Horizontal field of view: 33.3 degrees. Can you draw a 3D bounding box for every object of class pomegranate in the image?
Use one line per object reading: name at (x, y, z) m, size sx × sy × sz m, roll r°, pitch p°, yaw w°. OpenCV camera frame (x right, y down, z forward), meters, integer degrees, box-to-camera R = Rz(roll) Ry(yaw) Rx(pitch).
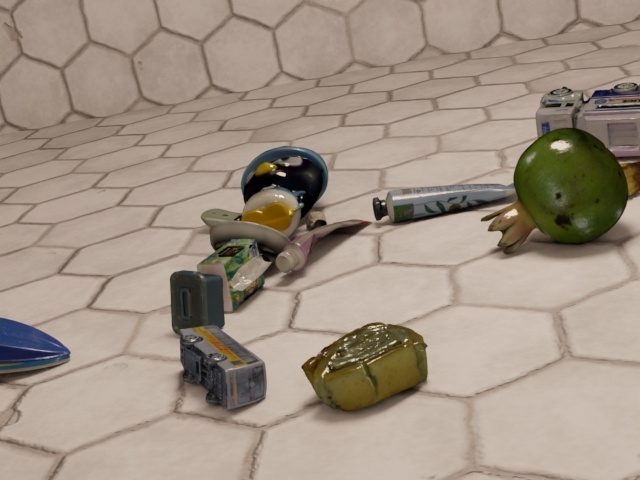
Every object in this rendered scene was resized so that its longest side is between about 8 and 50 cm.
pomegranate at (0.359, -0.067, 1.653) m, size 0.225 × 0.187 × 0.187 m, roll -33°, pitch 15°, yaw 10°

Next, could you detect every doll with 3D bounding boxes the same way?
doll at (-0.076, -0.097, 2.038) m, size 0.177 × 0.141 × 0.314 m, roll -19°, pitch 19°, yaw 14°

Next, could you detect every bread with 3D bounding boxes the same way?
bread at (0.056, 0.152, 1.307) m, size 0.156 × 0.064 × 0.117 m, roll -24°, pitch 20°, yaw -37°

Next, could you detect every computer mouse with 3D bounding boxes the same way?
computer mouse at (-0.182, -0.035, 2.089) m, size 0.110 × 0.032 × 0.056 m, roll 11°, pitch 27°, yaw 28°

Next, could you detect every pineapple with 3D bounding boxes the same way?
pineapple at (0.504, -0.110, 1.829) m, size 0.116 × 0.069 × 0.137 m, roll -8°, pitch 16°, yaw 13°

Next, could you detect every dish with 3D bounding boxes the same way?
dish at (-0.124, 0.029, 1.790) m, size 0.141 × 0.078 × 0.141 m, roll 8°, pitch -22°, yaw 3°

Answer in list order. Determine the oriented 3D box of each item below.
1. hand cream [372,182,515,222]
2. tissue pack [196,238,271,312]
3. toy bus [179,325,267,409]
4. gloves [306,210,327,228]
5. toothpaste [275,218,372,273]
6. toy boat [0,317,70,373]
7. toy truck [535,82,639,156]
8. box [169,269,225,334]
hand cream at (0.230, -0.077, 1.928) m, size 0.271 × 0.058 × 0.091 m, roll -9°, pitch 6°, yaw -4°
tissue pack at (-0.132, 0.054, 1.693) m, size 0.079 × 0.085 × 0.111 m, roll -1°, pitch 20°, yaw 27°
toy bus at (-0.133, 0.164, 1.401) m, size 0.075 × 0.064 × 0.190 m, roll -7°, pitch 14°, yaw -27°
gloves at (-0.004, -0.036, 1.982) m, size 0.044 × 0.037 × 0.081 m, roll 20°, pitch -2°, yaw -24°
toothpaste at (0.000, 0.000, 1.843) m, size 0.075 × 0.048 × 0.301 m, roll -34°, pitch -1°, yaw 28°
toy boat at (-0.518, 0.166, 1.612) m, size 0.295 × 0.088 × 0.129 m, roll 2°, pitch 19°, yaw 8°
toy truck at (0.549, -0.225, 2.068) m, size 0.268 × 0.124 × 0.155 m, roll 0°, pitch 26°, yaw 27°
box at (-0.181, 0.092, 1.597) m, size 0.074 × 0.099 × 0.054 m, roll 4°, pitch 8°, yaw 38°
